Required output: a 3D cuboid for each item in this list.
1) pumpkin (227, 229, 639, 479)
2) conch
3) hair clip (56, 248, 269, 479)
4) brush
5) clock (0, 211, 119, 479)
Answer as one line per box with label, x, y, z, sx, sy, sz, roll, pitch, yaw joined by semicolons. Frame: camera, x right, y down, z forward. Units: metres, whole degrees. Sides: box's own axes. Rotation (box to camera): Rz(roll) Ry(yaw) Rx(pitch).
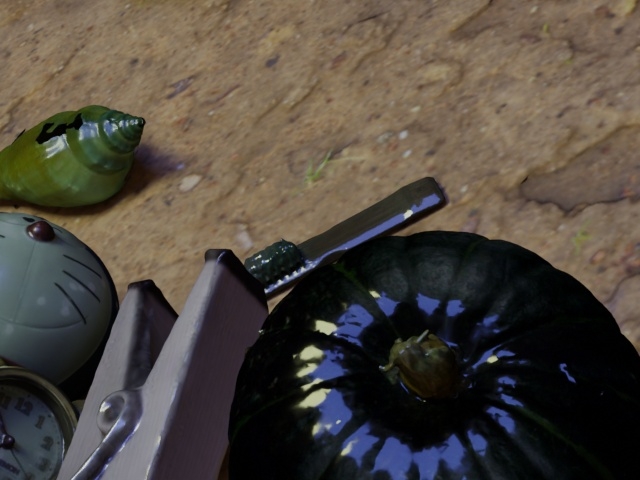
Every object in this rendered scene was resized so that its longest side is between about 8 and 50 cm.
pumpkin;0.065;0.107;0.956;0.250;0.216;0.250;-4;61;7
conch;-0.213;-0.071;1.447;0.201;0.079;0.095;1;30;46
hair clip;-0.124;0.158;1.122;0.101;0.085;0.331;-8;46;30
brush;0.000;0.000;1.257;0.190;0.027;0.034;-27;40;5
clock;-0.237;0.089;1.216;0.146;0.199;0.243;-45;23;50
